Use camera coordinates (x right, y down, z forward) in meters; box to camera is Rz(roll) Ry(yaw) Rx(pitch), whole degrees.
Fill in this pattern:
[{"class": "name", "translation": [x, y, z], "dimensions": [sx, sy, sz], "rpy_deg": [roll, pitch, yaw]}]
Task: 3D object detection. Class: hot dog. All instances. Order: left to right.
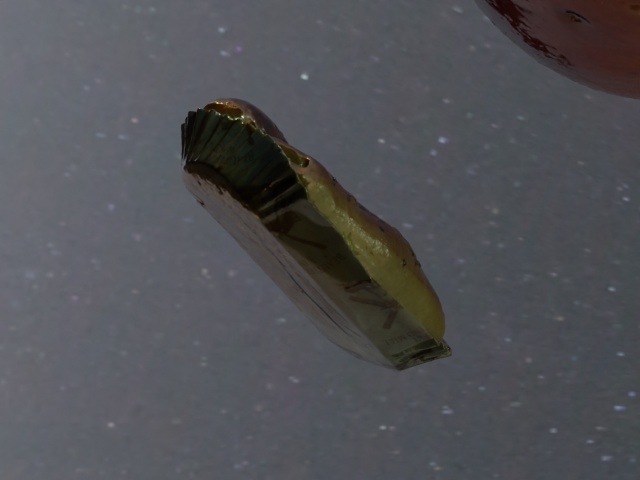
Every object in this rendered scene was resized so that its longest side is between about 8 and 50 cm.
[{"class": "hot dog", "translation": [0.000, 0.000, 1.060], "dimensions": [0.082, 0.270, 0.162], "rpy_deg": [-50, -144, -13]}]

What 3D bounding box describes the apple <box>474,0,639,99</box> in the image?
[{"class": "apple", "translation": [0.141, -0.174, 0.734], "dimensions": [0.163, 0.293, 0.251], "rpy_deg": [-33, -116, 21]}]
